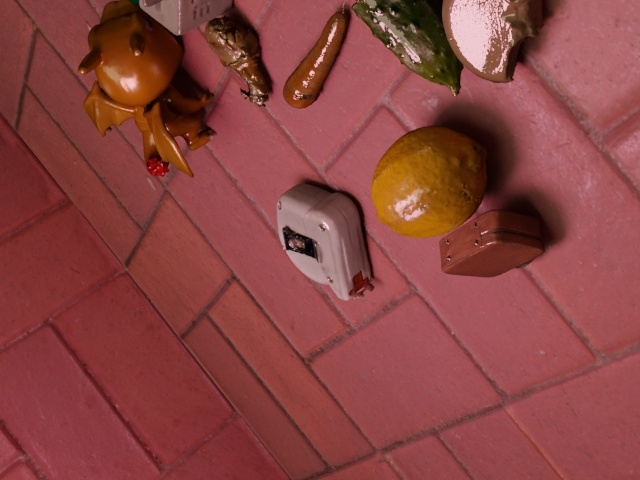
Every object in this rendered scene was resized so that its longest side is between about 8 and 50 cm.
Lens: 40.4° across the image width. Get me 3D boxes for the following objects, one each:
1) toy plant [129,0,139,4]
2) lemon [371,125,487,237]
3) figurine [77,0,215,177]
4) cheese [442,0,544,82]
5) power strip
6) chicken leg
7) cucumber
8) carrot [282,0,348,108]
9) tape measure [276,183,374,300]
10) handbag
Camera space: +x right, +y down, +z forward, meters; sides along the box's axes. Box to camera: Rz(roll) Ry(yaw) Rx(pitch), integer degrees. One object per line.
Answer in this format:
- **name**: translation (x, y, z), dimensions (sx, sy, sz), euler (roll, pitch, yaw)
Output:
- **toy plant**: translation (-0.414, -0.655, 1.971), dimensions (0.243, 0.112, 0.233), euler (-23, 85, 68)
- **lemon**: translation (0.203, -0.108, 1.630), dimensions (0.260, 0.204, 0.204), euler (-34, 92, 39)
- **figurine**: translation (-0.419, -0.360, 2.129), dimensions (0.401, 0.268, 0.387), euler (39, 160, 40)
- **cheese**: translation (0.280, -0.350, 1.407), dimensions (0.175, 0.091, 0.203), euler (26, 141, 35)
- **power strip**: translation (-0.305, -0.537, 1.848), dimensions (0.139, 0.224, 0.140), euler (40, 146, 20)
- **chicken leg**: translation (-0.173, -0.402, 1.942), dimensions (0.103, 0.088, 0.228), euler (-23, 104, 38)
- **cucumber**: translation (0.172, -0.356, 1.512), dimensions (0.244, 0.134, 0.134), euler (53, 148, -5)
- **carrot**: translation (0.000, -0.374, 1.767), dimensions (0.078, 0.078, 0.298), euler (48, 143, 9)
- **tape measure**: translation (0.001, 0.000, 2.063), dimensions (0.246, 0.125, 0.243), euler (21, 136, 39)
- **handbag**: translation (0.327, 0.012, 1.649), dimensions (0.193, 0.151, 0.072), euler (-38, 50, 55)
